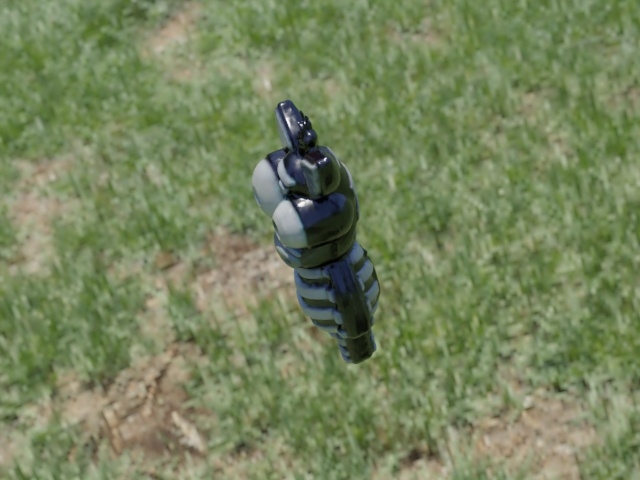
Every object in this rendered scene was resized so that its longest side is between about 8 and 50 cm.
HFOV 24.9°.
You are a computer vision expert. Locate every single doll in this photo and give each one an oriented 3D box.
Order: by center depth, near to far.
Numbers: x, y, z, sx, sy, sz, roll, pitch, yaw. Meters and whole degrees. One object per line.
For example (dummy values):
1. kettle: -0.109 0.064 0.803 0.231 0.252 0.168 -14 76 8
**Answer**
1. doll: 0.000 0.000 1.012 0.067 0.219 0.091 -20 43 -7
